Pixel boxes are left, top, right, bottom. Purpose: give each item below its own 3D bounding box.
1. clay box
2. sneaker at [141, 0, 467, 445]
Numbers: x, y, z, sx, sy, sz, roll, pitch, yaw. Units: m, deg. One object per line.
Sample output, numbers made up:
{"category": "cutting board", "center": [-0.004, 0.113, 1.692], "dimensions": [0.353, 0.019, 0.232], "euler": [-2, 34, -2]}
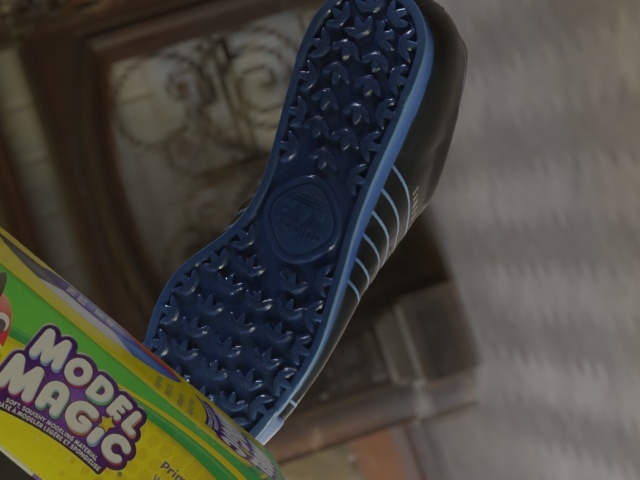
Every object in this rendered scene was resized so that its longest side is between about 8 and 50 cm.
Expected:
{"category": "clay box", "center": [-0.088, 0.050, 0.692], "dimensions": [0.222, 0.053, 0.127], "euler": [39, 178, -5]}
{"category": "sneaker", "center": [0.000, 0.000, 0.879], "dimensions": [0.081, 0.232, 0.090], "euler": [31, -172, 23]}
